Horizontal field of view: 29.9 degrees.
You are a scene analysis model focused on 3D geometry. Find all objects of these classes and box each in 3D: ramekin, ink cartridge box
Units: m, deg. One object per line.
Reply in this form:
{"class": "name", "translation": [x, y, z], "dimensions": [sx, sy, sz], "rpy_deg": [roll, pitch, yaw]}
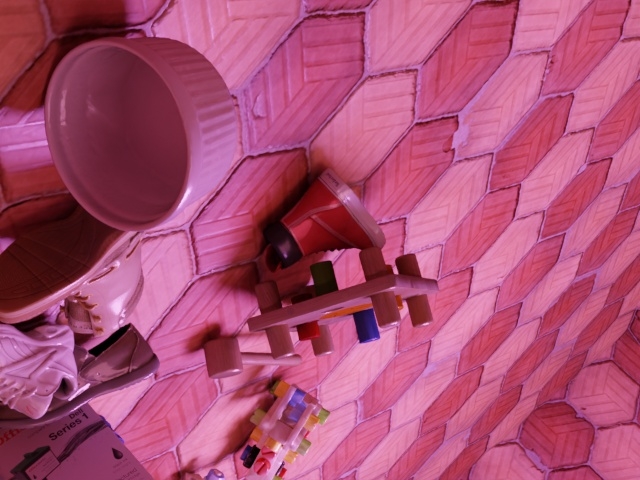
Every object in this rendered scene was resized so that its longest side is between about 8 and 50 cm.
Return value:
{"class": "ramekin", "translation": [-0.186, -0.122, 1.292], "dimensions": [0.109, 0.207, 0.207], "rpy_deg": [-27, 150, -52]}
{"class": "ink cartridge box", "translation": [-0.352, 0.331, 1.682], "dimensions": [0.160, 0.219, 0.092], "rpy_deg": [-34, 149, -26]}

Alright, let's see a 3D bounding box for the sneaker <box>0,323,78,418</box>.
{"class": "sneaker", "translation": [-0.382, 0.168, 1.492], "dimensions": [0.090, 0.115, 0.232], "rpy_deg": [-33, 163, 31]}

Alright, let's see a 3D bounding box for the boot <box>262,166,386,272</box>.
{"class": "boot", "translation": [0.000, 0.000, 1.896], "dimensions": [0.176, 0.088, 0.244], "rpy_deg": [-44, 150, 1]}

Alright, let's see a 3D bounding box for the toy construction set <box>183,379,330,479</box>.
{"class": "toy construction set", "translation": [-0.106, 0.393, 2.227], "dimensions": [0.328, 0.151, 0.215], "rpy_deg": [-45, 180, 15]}

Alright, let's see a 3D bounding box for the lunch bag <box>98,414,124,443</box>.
{"class": "lunch bag", "translation": [-0.347, 0.309, 1.832], "dimensions": [0.067, 0.065, 0.098], "rpy_deg": [-46, 154, 1]}

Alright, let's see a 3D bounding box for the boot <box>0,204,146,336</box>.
{"class": "boot", "translation": [-0.306, 0.058, 1.474], "dimensions": [0.262, 0.095, 0.203], "rpy_deg": [-45, 161, -39]}

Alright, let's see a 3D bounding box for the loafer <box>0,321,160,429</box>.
{"class": "loafer", "translation": [-0.347, 0.183, 1.646], "dimensions": [0.251, 0.094, 0.087], "rpy_deg": [-23, 103, -30]}

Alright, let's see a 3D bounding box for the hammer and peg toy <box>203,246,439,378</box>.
{"class": "hammer and peg toy", "translation": [-0.005, 0.118, 1.950], "dimensions": [0.361, 0.127, 0.266], "rpy_deg": [-19, 170, 20]}
